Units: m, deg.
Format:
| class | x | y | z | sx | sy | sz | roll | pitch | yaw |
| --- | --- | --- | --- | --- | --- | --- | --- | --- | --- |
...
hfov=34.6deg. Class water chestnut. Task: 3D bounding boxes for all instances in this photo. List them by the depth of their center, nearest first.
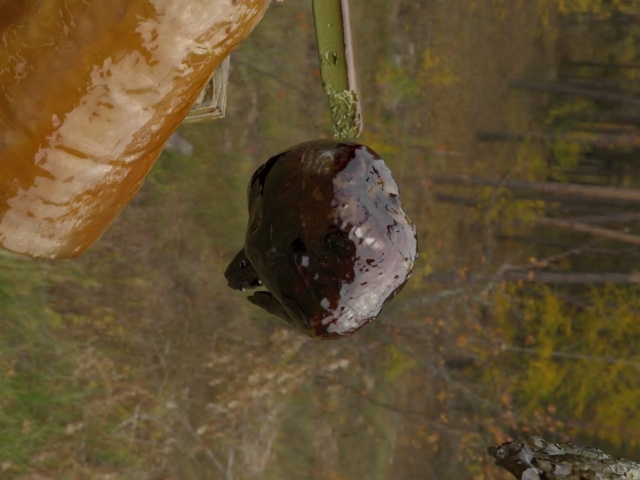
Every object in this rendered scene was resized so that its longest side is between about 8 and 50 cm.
| class | x | y | z | sx | sy | sz | roll | pitch | yaw |
| --- | --- | --- | --- | --- | --- | --- | --- | --- | --- |
| water chestnut | 0.000 | 0.000 | 1.449 | 0.289 | 0.244 | 0.289 | 49 | -31 | 43 |

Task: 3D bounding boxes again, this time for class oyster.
| class | x | y | z | sx | sy | sz | roll | pitch | yaw |
| --- | --- | --- | --- | --- | --- | --- | --- | --- | --- |
| oyster | 0.285 | 0.257 | 0.984 | 0.259 | 0.198 | 0.092 | 53 | -51 | 55 |

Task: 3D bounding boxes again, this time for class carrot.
| class | x | y | z | sx | sy | sz | roll | pitch | yaw |
| --- | --- | --- | --- | --- | --- | --- | --- | --- | --- |
| carrot | -0.138 | -0.133 | 0.642 | 0.196 | 0.254 | 0.196 | 38 | 29 | -26 |

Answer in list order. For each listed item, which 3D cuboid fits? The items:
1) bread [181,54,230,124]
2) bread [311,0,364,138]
| class | x | y | z | sx | sy | sz | roll | pitch | yaw |
| --- | --- | --- | --- | --- | --- | --- | --- | --- | --- |
| bread | -0.313 | -0.346 | 1.804 | 0.167 | 0.325 | 0.277 | 130 | -38 | -68 |
| bread | 0.023 | -0.244 | 1.361 | 0.088 | 0.049 | 0.226 | -57 | 142 | -74 |
